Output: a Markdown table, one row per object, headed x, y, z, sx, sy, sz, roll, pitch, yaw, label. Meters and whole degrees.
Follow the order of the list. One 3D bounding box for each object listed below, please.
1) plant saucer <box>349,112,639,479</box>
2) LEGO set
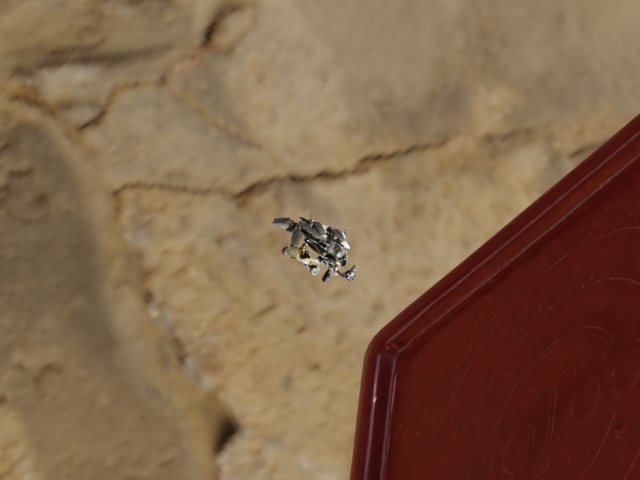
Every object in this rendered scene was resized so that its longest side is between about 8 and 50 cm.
| x | y | z | sx | sy | sz | roll | pitch | yaw | label |
| --- | --- | --- | --- | --- | --- | --- | --- | --- | --- |
| 0.082 | 0.065 | 0.616 | 0.048 | 0.258 | 0.259 | 30 | -139 | -21 | plant saucer |
| 0.002 | 0.002 | 1.102 | 0.054 | 0.023 | 0.083 | 31 | -170 | -17 | LEGO set |
